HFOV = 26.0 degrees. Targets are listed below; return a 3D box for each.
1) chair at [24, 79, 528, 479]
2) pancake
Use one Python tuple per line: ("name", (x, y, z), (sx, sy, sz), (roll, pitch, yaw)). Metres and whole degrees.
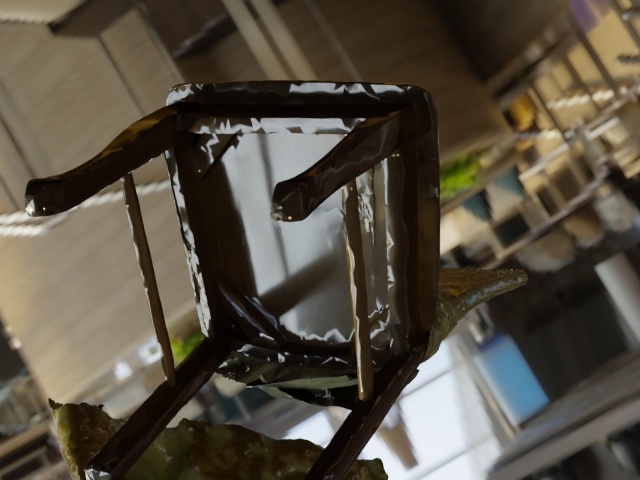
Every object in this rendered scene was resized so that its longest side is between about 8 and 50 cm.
("chair", (0.000, 0.000, 0.759), (0.160, 0.186, 0.319), (1, -159, 26))
("pancake", (-0.016, 0.203, 0.844), (0.197, 0.376, 0.054), (-43, 169, -42))
